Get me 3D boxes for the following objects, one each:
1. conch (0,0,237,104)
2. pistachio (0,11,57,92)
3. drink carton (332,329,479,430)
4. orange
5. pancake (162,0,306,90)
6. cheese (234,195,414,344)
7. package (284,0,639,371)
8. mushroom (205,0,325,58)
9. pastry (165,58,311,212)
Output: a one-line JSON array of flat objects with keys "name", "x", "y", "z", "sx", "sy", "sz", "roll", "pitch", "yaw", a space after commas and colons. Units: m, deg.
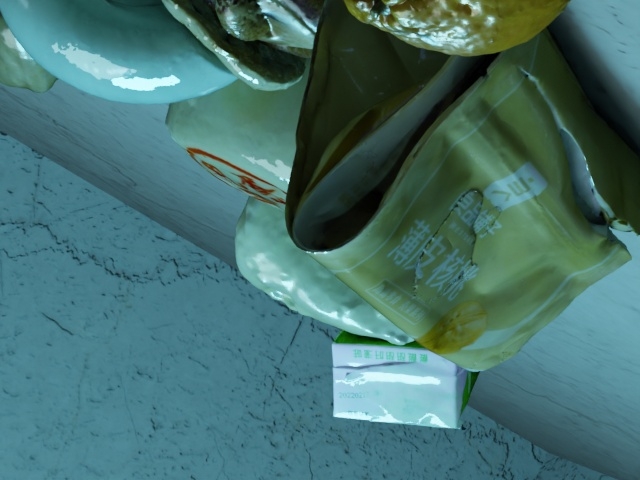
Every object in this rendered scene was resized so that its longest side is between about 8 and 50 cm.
[{"name": "conch", "x": -0.155, "y": -0.182, "z": 1.055, "sx": 0.221, "sy": 0.185, "sz": 0.121, "roll": 45, "pitch": 137, "yaw": 11}, {"name": "pistachio", "x": -0.323, "y": -0.229, "z": 1.493, "sx": 0.108, "sy": 0.126, "sz": 0.185, "roll": -14, "pitch": 175, "yaw": -12}, {"name": "drink carton", "x": 0.125, "y": 0.138, "z": 1.710, "sx": 0.161, "sy": 0.108, "sz": 0.271, "roll": 3, "pitch": -162, "yaw": 16}, {"name": "orange", "x": 0.063, "y": -0.147, "z": 0.644, "sx": 0.135, "sy": 0.117, "sz": 0.135, "roll": 32, "pitch": 178, "yaw": 1}, {"name": "pancake", "x": -0.071, "y": -0.172, "z": 1.024, "sx": 0.151, "sy": 0.025, "sz": 0.151, "roll": 36, "pitch": -152, "yaw": -22}, {"name": "cheese", "x": -0.001, "y": 0.001, "z": 1.610, "sx": 0.248, "sy": 0.173, "sz": 0.251, "roll": 31, "pitch": 177, "yaw": -26}, {"name": "package", "x": 0.123, "y": -0.044, "z": 0.933, "sx": 0.165, "sy": 0.221, "sz": 0.311, "roll": 0, "pitch": 160, "yaw": 26}, {"name": "mushroom", "x": -0.029, "y": -0.165, "z": 0.938, "sx": 0.127, "sy": 0.087, "sz": 0.127, "roll": 31, "pitch": 170, "yaw": 6}, {"name": "pastry", "x": -0.012, "y": -0.093, "z": 1.196, "sx": 0.265, "sy": 0.133, "sz": 0.265, "roll": 24, "pitch": 174, "yaw": 3}]
